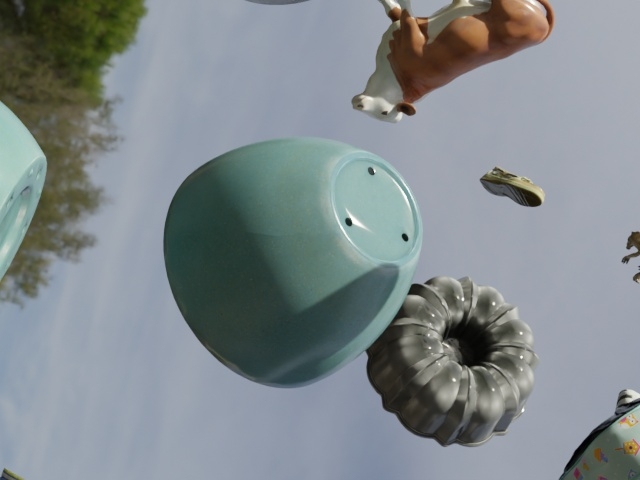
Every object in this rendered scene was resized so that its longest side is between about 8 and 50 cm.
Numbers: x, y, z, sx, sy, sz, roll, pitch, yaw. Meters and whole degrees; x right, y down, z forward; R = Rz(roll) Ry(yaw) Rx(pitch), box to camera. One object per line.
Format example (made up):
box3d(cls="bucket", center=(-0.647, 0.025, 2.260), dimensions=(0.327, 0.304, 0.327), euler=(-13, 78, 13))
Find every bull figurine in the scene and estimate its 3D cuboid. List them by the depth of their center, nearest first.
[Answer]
box3d(cls="bull figurine", center=(0.169, -0.291, 1.418), dimensions=(0.310, 0.188, 0.101), euler=(-23, -149, 7))

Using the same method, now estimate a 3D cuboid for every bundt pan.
box3d(cls="bundt pan", center=(0.251, 0.200, 1.833), dimensions=(0.124, 0.330, 0.331), euler=(114, -20, -55))

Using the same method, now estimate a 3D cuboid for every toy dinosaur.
box3d(cls="toy dinosaur", center=(0.473, 0.013, 1.369), dimensions=(0.183, 0.053, 0.093), euler=(2, -122, 55))

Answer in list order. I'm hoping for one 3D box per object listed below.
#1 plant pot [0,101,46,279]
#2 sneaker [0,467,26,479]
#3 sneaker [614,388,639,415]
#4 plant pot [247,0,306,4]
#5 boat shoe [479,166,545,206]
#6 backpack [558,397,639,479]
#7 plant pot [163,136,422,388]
box3d(cls="plant pot", center=(-0.422, -0.053, 1.015), dimensions=(0.293, 0.235, 0.293), euler=(-156, -90, -85))
box3d(cls="sneaker", center=(-0.392, 0.341, 1.279), dimensions=(0.144, 0.053, 0.059), euler=(90, 25, -55))
box3d(cls="sneaker", center=(0.543, 0.346, 1.569), dimensions=(0.162, 0.281, 0.106), euler=(7, -128, 23))
box3d(cls="plant pot", center=(-0.085, -0.436, 1.105), dimensions=(0.323, 0.323, 0.280), euler=(-65, 169, 13))
box3d(cls="boat shoe", center=(0.344, -0.099, 1.774), dimensions=(0.048, 0.056, 0.153), euler=(-45, -152, -12))
box3d(cls="backpack", center=(0.395, 0.274, 1.227), dimensions=(0.144, 0.166, 0.188), euler=(54, -26, 35))
box3d(cls="plant pot", center=(0.000, 0.000, 1.126), dimensions=(0.195, 0.290, 0.290), euler=(-28, -131, 44))
